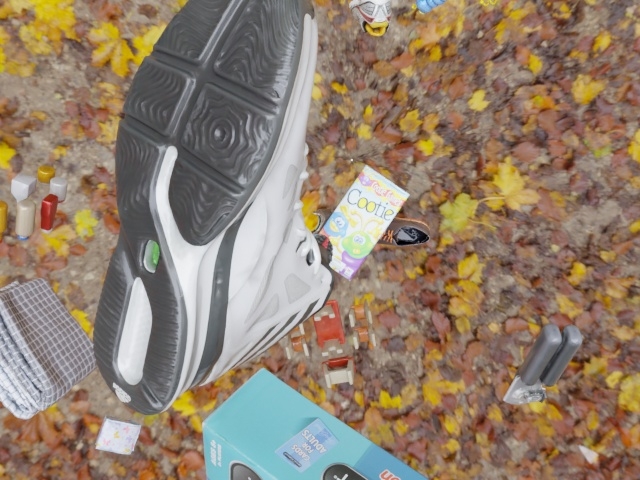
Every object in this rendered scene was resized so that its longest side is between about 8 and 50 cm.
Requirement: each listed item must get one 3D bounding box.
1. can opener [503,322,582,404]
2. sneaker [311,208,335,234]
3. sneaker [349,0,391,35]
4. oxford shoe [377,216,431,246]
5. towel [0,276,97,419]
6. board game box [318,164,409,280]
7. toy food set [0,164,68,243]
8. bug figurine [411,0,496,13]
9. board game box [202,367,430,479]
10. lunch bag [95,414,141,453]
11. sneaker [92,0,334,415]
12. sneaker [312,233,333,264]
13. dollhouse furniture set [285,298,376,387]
[{"bbox_3d":[0.434,0.243,1.145,0.076,0.095,0.283,3,136,0],"label":"can opener"},{"bbox_3d":[0.000,0.000,1.682,0.071,0.066,0.188,6,89,-18],"label":"sneaker"},{"bbox_3d":[0.114,-0.515,1.312,0.088,0.225,0.092,-4,103,1],"label":"sneaker"},{"bbox_3d":[0.193,-0.031,1.689,0.272,0.098,0.096,1,104,1],"label":"oxford shoe"},{"bbox_3d":[-0.649,0.226,1.291,0.121,0.235,0.283,-28,98,11],"label":"towel"},{"bbox_3d":[0.099,-0.043,1.550,0.142,0.144,0.275,34,88,1],"label":"board game box"},{"bbox_3d":[-0.681,-0.079,1.350,0.111,0.232,0.104,19,121,-7],"label":"toy food set"},{"bbox_3d":[0.320,-0.507,1.105,0.279,0.216,0.072,-25,100,-30],"label":"bug figurine"},{"bbox_3d":[0.052,0.294,0.471,0.336,0.079,0.253,26,131,26],"label":"board game box"},{"bbox_3d":[-0.458,0.442,1.295,0.083,0.053,0.071,20,80,-20],"label":"lunch bag"},{"bbox_3d":[-0.074,-0.043,0.619,0.169,0.258,0.447,32,113,26],"label":"sneaker"},{"bbox_3d":[-0.084,0.090,1.276,0.262,0.125,0.104,-45,118,-24],"label":"sneaker"},{"bbox_3d":[0.033,0.301,1.732,0.262,0.135,0.258,-10,110,4],"label":"dollhouse furniture set"}]
